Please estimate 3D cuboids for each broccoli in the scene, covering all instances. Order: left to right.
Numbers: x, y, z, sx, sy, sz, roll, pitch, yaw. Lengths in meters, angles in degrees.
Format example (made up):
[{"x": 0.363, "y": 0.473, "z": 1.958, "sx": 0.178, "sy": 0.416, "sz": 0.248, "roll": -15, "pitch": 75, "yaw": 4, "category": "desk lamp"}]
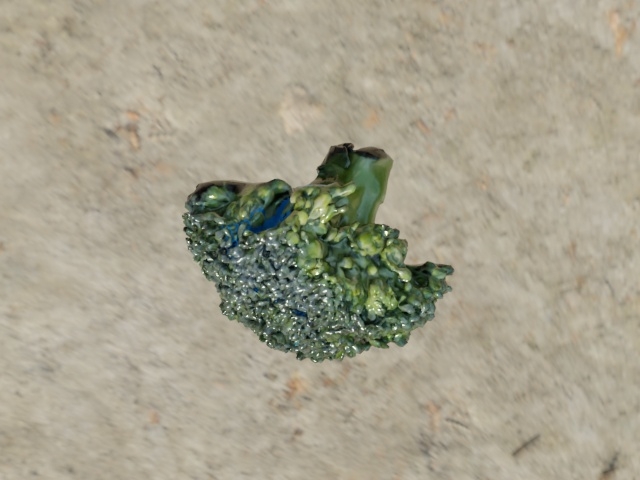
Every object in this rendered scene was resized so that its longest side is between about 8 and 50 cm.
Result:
[{"x": 0.000, "y": 0.000, "z": 0.999, "sx": 0.167, "sy": 0.154, "sz": 0.160, "roll": 5, "pitch": 64, "yaw": 35, "category": "broccoli"}]
